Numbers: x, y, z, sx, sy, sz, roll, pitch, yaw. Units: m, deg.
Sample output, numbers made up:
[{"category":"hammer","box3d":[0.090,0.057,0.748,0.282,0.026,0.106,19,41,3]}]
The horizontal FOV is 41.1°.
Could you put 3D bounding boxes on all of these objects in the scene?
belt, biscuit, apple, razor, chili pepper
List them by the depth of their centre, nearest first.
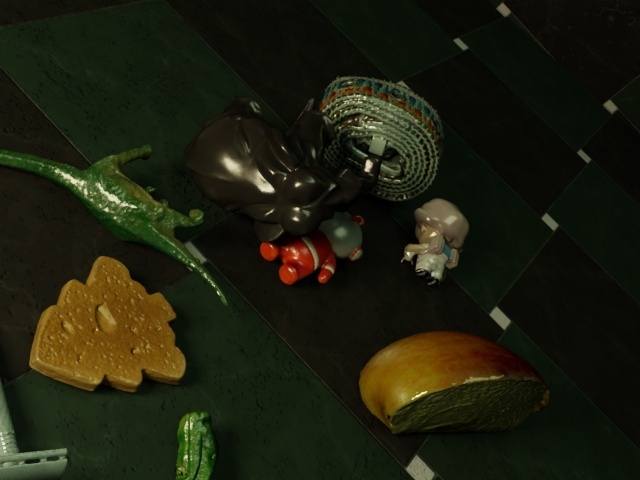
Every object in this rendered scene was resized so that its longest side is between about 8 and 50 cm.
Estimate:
[{"category":"razor","box3d":[-0.382,0.185,1.002,0.106,0.068,0.232,5,43,-41]},{"category":"chili pepper","box3d":[-0.174,0.297,1.073,0.073,0.050,0.182,41,38,-12]},{"category":"biscuit","box3d":[-0.291,0.128,1.149,0.238,0.041,0.212,-22,75,-51]},{"category":"apple","box3d":[0.233,0.240,1.415,0.346,0.179,0.254,11,8,-36]},{"category":"belt","box3d":[0.109,-0.209,1.718,0.295,0.207,0.160,33,35,-8]}]

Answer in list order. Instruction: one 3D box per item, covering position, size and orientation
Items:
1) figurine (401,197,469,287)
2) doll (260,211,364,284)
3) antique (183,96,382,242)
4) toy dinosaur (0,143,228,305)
[{"category":"figurine","box3d":[0.236,-0.005,1.713,0.137,0.112,0.229,36,46,-15]},{"category":"doll","box3d":[0.000,0.000,1.517,0.142,0.076,0.245,50,41,11]},{"category":"antique","box3d":[-0.077,-0.121,1.455,0.322,0.185,0.255,17,24,15]},{"category":"toy dinosaur","box3d":[-0.338,-0.050,1.252,0.447,0.087,0.300,48,35,20]}]
